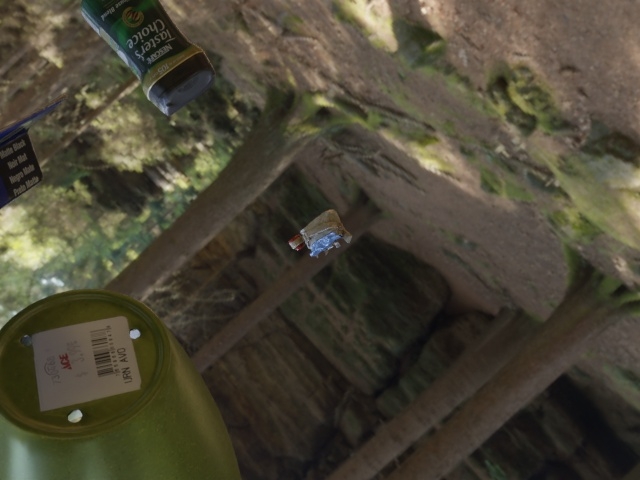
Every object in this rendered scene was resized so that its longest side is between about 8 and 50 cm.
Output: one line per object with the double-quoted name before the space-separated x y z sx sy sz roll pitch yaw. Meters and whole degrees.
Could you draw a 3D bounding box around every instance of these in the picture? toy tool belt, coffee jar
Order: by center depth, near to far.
"coffee jar" -0.224 -0.260 0.967 0.184 0.096 0.079 51 169 0
"toy tool belt" 0.000 0.000 0.969 0.051 0.083 0.052 55 -152 7

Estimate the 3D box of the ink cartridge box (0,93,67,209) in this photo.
"ink cartridge box" -0.281 0.004 0.467 0.045 0.224 0.223 58 -152 -17

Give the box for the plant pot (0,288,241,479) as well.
"plant pot" -0.196 0.186 0.652 0.275 0.274 0.294 48 146 32
